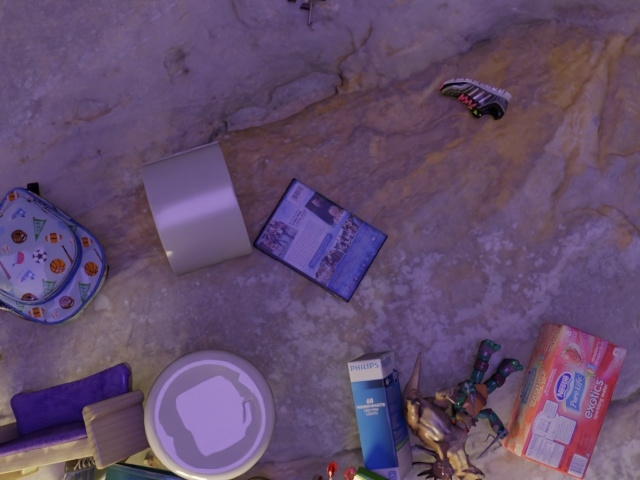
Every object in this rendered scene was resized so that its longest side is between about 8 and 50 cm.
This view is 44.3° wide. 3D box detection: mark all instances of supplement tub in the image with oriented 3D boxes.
[{"bbox_3d":[-0.218,0.336,1.562,0.240,0.331,0.241,1,82,-7],"label":"supplement tub"}]

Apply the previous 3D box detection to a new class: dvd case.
[{"bbox_3d":[0.000,0.000,1.768,0.253,0.022,0.180,32,85,-2],"label":"dvd case"}]

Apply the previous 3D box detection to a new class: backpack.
[{"bbox_3d":[-0.580,0.045,1.632,0.263,0.213,0.277,33,81,-12],"label":"backpack"}]

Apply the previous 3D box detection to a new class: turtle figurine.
[{"bbox_3d":[0.346,0.345,1.723,0.175,0.118,0.234,45,67,-35],"label":"turtle figurine"}]

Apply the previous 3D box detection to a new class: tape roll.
[{"bbox_3d":[-0.256,-0.064,1.639,0.169,0.246,0.246,-18,88,-6],"label":"tape roll"}]

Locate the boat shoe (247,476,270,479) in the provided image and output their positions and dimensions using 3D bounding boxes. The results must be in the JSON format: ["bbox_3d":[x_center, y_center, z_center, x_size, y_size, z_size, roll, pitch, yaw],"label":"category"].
[{"bbox_3d":[-0.125,0.680,1.646,0.123,0.123,0.342,-6,85,9],"label":"boat shoe"}]

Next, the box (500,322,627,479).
[{"bbox_3d":[0.529,0.347,1.728,0.154,0.142,0.300,21,84,-3],"label":"box"}]

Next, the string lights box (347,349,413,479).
[{"bbox_3d":[0.132,0.376,1.689,0.076,0.133,0.260,-11,86,19],"label":"string lights box"}]

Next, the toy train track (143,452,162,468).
[{"bbox_3d":[-0.342,0.483,1.708,0.083,0.014,0.048,6,86,-5],"label":"toy train track"}]

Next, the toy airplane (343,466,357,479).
[{"bbox_3d":[0.087,0.578,1.730,0.151,0.028,0.151,0,85,-4],"label":"toy airplane"}]

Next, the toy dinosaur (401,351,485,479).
[{"bbox_3d":[0.235,0.396,1.661,0.127,0.200,0.296,-25,75,-19],"label":"toy dinosaur"}]

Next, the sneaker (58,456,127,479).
[{"bbox_3d":[-0.505,0.492,1.666,0.192,0.064,0.086,-40,95,-3],"label":"sneaker"}]

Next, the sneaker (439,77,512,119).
[{"bbox_3d":[0.353,-0.320,1.800,0.170,0.063,0.075,13,79,-9],"label":"sneaker"}]

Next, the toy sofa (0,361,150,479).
[{"bbox_3d":[-0.523,0.368,1.547,0.362,0.150,0.177,-18,84,27],"label":"toy sofa"}]

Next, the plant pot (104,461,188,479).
[{"bbox_3d":[-0.311,0.580,1.517,0.271,0.272,0.255,13,74,-4],"label":"plant pot"}]

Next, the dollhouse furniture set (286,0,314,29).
[{"bbox_3d":[-0.029,-0.524,1.759,0.090,0.114,0.081,7,90,-7],"label":"dollhouse furniture set"}]

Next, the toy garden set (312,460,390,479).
[{"bbox_3d":[0.042,0.574,1.652,0.203,0.049,0.244,24,119,7],"label":"toy garden set"}]
